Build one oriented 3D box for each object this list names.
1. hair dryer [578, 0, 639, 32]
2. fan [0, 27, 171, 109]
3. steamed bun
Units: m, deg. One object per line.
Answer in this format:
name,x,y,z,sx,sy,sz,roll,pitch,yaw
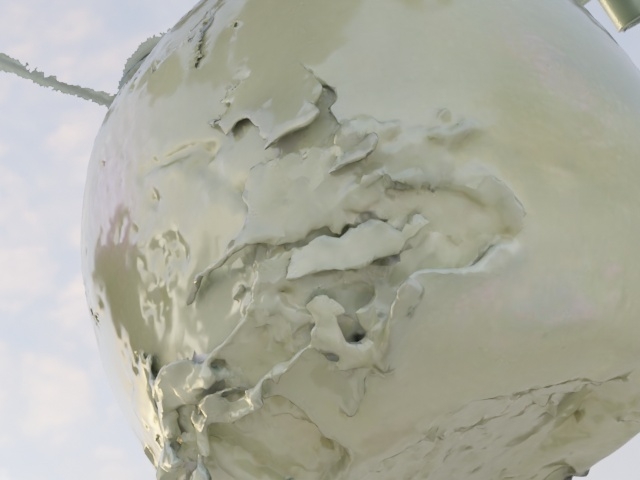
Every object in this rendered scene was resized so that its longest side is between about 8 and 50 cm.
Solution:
hair dryer,0.150,-0.139,0.826,0.038,0.063,0.124,-26,-7,-43
fan,-0.166,-0.119,1.257,0.415,0.233,0.012,17,-27,-31
steamed bun,0.000,0.000,0.681,0.233,0.312,0.334,12,-55,-40
